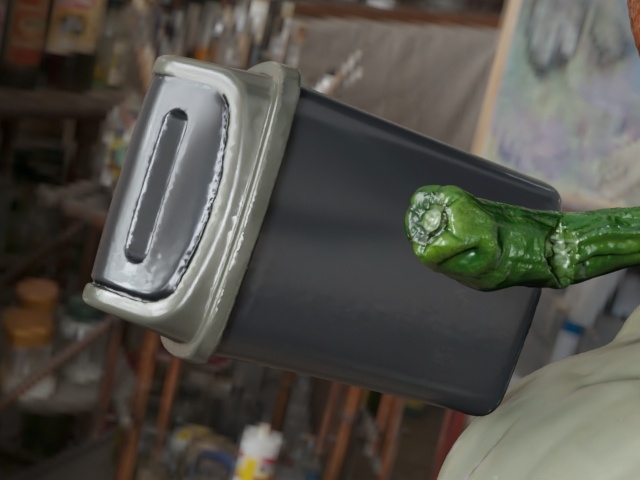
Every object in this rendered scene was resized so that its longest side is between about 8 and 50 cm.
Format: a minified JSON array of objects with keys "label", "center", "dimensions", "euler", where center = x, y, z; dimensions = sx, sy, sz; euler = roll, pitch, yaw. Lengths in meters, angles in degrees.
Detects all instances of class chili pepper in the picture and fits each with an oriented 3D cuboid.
[{"label":"chili pepper","center":[0.127,0.001,0.878],"dimensions":[0.182,0.050,0.073],"euler":[0,-15,-16]}]

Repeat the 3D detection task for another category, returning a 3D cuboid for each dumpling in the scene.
[{"label":"dumpling","center":[0.213,0.169,1.168],"dimensions":[0.233,0.315,0.395],"euler":[18,12,-8]}]

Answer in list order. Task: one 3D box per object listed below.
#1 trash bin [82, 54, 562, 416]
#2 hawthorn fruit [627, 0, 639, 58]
[{"label":"trash bin","center":[0.000,0.000,1.162],"dimensions":[0.290,0.209,0.182],"euler":[17,-3,-15]},{"label":"hawthorn fruit","center":[0.266,-0.153,0.985],"dimensions":[0.189,0.189,0.189],"euler":[11,21,-5]}]
